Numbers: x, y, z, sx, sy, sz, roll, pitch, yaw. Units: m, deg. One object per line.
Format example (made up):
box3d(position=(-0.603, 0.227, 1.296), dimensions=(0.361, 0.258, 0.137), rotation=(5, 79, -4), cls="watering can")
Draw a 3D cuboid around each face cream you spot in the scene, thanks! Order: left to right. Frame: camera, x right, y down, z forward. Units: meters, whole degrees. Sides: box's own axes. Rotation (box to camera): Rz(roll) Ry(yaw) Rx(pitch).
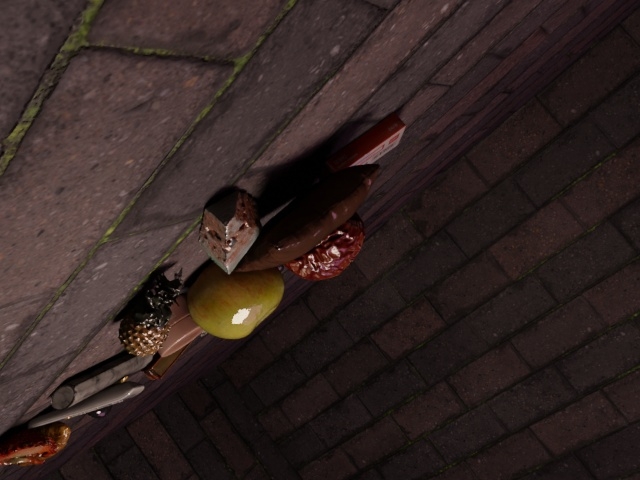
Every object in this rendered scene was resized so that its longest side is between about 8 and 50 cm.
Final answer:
box3d(position=(-0.392, 0.228, 1.538), dimensions=(0.149, 0.104, 0.149), rotation=(-37, 172, -6), cls="face cream")

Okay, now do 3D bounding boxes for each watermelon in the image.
box3d(position=(-0.175, -0.031, 1.143), dimensions=(0.154, 0.094, 0.241), rotation=(-44, 171, -10), cls="watermelon")

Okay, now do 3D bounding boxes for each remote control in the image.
box3d(position=(-0.674, 0.469, 1.655), dimensions=(0.313, 0.055, 0.109), rotation=(-18, 171, -1), cls="remote control")

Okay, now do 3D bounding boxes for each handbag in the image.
box3d(position=(-0.478, 0.353, 1.816), dimensions=(0.190, 0.063, 0.127), rotation=(-53, -164, -28), cls="handbag")

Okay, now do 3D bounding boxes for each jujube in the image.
box3d(position=(0.000, 0.000, 1.591), dimensions=(0.232, 0.213, 0.213), rotation=(-49, 169, 22), cls="jujube")

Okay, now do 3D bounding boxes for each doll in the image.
box3d(position=(-0.701, 0.503, 1.867), dimensions=(0.102, 0.089, 0.179), rotation=(-43, -166, 35), cls="doll")

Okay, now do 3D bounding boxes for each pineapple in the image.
box3d(position=(-0.366, 0.163, 1.265), dimensions=(0.125, 0.125, 0.251), rotation=(-29, 164, -49), cls="pineapple")

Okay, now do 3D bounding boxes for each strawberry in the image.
box3d(position=(-0.809, 0.567, 1.609), dimensions=(0.167, 0.087, 0.208), rotation=(14, 140, -45), cls="strawberry")

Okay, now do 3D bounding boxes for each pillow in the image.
box3d(position=(-0.036, -0.042, 1.285), dimensions=(0.305, 0.108, 0.308), rotation=(-41, -173, -26), cls="pillow")

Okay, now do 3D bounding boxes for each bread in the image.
box3d(position=(-0.841, 0.611, 1.746), dimensions=(0.233, 0.105, 0.076), rotation=(-33, 168, 13), cls="bread")

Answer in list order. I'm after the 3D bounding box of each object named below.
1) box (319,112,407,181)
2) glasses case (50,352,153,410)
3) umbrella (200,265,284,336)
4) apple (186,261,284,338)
box3d(position=(0.100, -0.213, 1.407), dimensions=(0.229, 0.050, 0.123), rotation=(-36, 170, -9), cls="box")
box3d(position=(-0.607, 0.382, 1.623), dimensions=(0.114, 0.060, 0.299), rotation=(-35, 174, 26), cls="glasses case")
box3d(position=(-0.263, 0.185, 1.884), dimensions=(0.357, 0.106, 0.113), rotation=(-37, 169, -9), cls="umbrella")
box3d(position=(-0.215, 0.138, 1.491), dimensions=(0.261, 0.194, 0.261), rotation=(-44, 174, -6), cls="apple")
